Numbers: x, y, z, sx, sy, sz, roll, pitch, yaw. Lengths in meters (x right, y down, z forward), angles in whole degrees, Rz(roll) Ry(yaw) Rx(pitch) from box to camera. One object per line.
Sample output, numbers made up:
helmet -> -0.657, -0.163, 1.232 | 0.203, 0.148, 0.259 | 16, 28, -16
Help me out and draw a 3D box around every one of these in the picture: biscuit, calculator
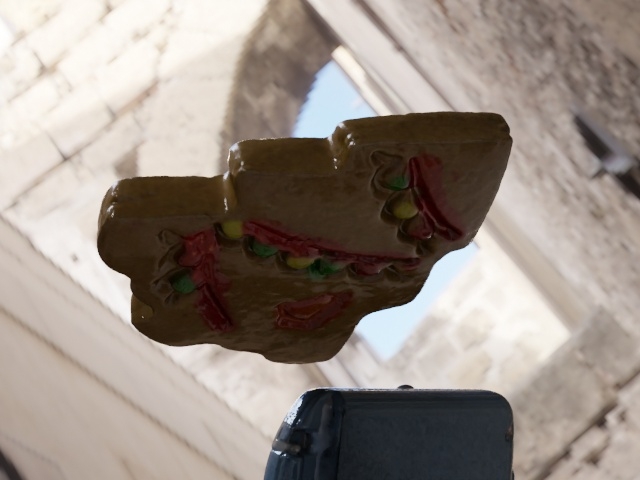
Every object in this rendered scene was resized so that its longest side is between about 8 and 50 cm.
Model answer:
biscuit -> 0.000, 0.000, 0.854 | 0.238, 0.041, 0.212 | -27, -38, 22
calculator -> 0.049, 0.149, 0.960 | 0.210, 0.039, 0.121 | 4, -87, -44
